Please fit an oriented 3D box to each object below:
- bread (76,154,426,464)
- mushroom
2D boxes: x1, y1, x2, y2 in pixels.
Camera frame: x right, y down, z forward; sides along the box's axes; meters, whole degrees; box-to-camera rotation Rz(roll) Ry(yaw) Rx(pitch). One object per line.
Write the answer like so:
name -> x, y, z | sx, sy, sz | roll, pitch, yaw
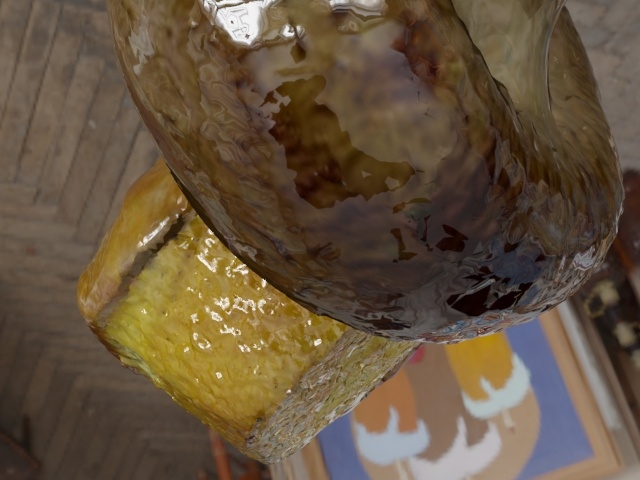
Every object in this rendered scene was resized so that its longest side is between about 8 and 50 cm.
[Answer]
bread -> 0.000, 0.000, 0.952 | 0.398, 0.215, 0.398 | -41, 165, -13
mushroom -> 0.085, -0.124, 0.613 | 0.356, 0.334, 0.331 | -13, 141, 8
